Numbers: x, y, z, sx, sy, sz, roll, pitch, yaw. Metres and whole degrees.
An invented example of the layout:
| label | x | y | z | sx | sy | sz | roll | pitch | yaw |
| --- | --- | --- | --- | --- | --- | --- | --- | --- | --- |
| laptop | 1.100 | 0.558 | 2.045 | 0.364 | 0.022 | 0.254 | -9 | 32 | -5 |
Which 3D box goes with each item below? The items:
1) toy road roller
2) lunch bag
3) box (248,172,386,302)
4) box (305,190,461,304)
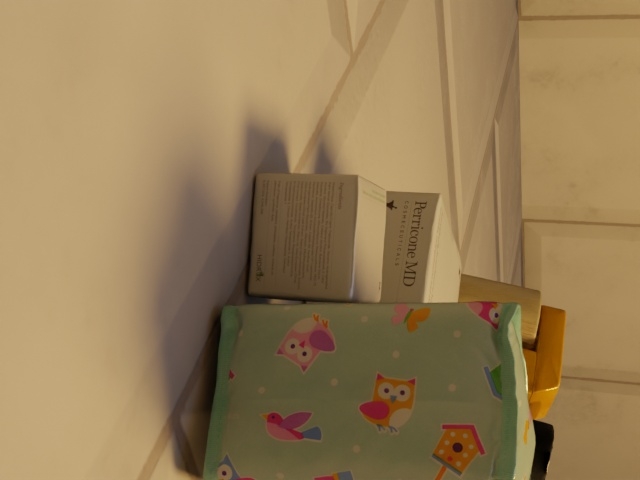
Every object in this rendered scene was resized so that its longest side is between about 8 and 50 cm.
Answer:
| label | x | y | z | sx | sy | sz | roll | pitch | yaw |
| --- | --- | --- | --- | --- | --- | --- | --- | --- | --- |
| toy road roller | 0.210 | 0.234 | 1.350 | 0.240 | 0.203 | 0.329 | 95 | 10 | -52 |
| lunch bag | 0.055 | 0.145 | 0.757 | 0.262 | 0.224 | 0.160 | 57 | 34 | -63 |
| box | 0.000 | 0.000 | 0.783 | 0.101 | 0.087 | 0.101 | 15 | 79 | -73 |
| box | 0.066 | 0.067 | 0.957 | 0.182 | 0.119 | 0.180 | 61 | 35 | -60 |
